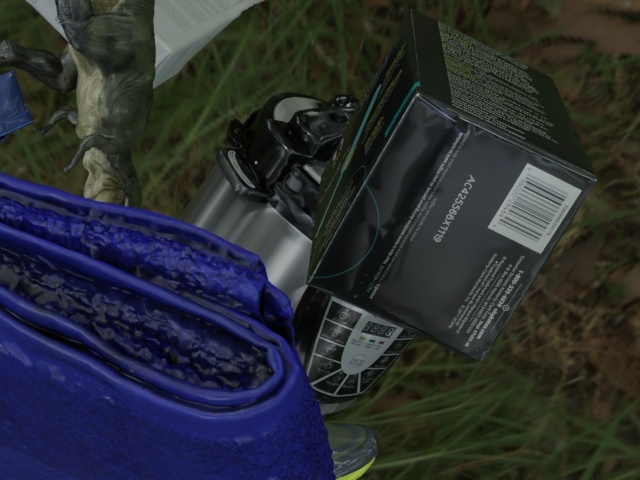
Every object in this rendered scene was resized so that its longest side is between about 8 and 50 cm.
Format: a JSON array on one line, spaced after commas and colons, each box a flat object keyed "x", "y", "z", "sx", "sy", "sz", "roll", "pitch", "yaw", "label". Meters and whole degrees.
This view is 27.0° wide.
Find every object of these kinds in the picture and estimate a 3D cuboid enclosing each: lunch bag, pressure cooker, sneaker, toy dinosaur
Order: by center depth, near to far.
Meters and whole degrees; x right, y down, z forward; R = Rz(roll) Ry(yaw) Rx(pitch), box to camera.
[{"x": -0.141, "y": -0.119, "z": 0.788, "sx": 0.118, "sy": 0.064, "sz": 0.268, "roll": 5, "pitch": 112, "yaw": -26, "label": "toy dinosaur"}, {"x": -0.344, "y": -0.124, "z": 1.344, "sx": 0.098, "sy": 0.067, "sz": 0.065, "roll": -35, "pitch": 110, "yaw": -42, "label": "lunch bag"}, {"x": -0.078, "y": 0.220, "z": 1.573, "sx": 0.300, "sy": 0.111, "sz": 0.121, "roll": 6, "pitch": 118, "yaw": 4, "label": "sneaker"}, {"x": -0.004, "y": -0.004, "z": 1.840, "sx": 0.375, "sy": 0.370, "sz": 0.420, "roll": 36, "pitch": 113, "yaw": -1, "label": "pressure cooker"}]

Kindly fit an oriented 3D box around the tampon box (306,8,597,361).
[{"x": 0.067, "y": -0.035, "z": 0.726, "sx": 0.101, "sy": 0.161, "sz": 0.120, "roll": 26, "pitch": 113, "yaw": -8, "label": "tampon box"}]

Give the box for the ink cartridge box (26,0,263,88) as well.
[{"x": -0.252, "y": -0.350, "z": 1.659, "sx": 0.308, "sy": 0.385, "sz": 0.091, "roll": 44, "pitch": 114, "yaw": -3, "label": "ink cartridge box"}]

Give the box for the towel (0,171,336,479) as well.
[{"x": -0.084, "y": 0.084, "z": 0.568, "sx": 0.227, "sy": 0.308, "sz": 0.076, "roll": 19, "pitch": 59, "yaw": 21, "label": "towel"}]
